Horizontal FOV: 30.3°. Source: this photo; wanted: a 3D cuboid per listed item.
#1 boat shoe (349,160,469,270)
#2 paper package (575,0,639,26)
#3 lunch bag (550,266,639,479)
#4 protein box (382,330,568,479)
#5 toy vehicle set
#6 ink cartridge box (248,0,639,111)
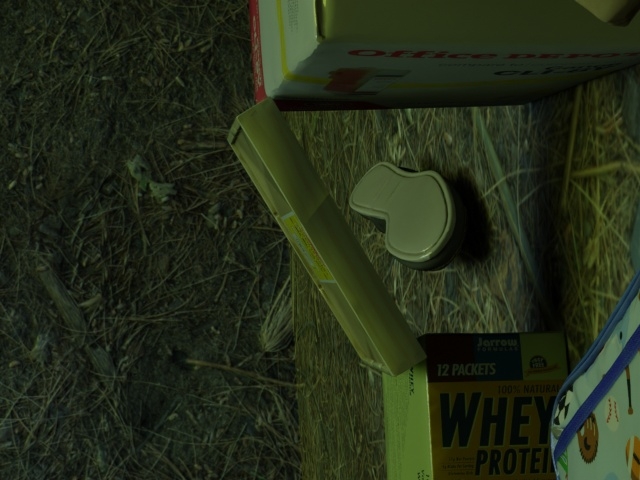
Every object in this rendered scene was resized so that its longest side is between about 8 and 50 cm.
[{"bbox_3d":[0.128,-0.024,1.457,0.112,0.095,0.335,-54,19,4],"label":"boat shoe"},{"bbox_3d":[0.131,-0.324,0.611,0.168,0.309,0.325,-50,-6,-21],"label":"paper package"},{"bbox_3d":[0.228,0.139,0.729,0.303,0.115,0.243,105,164,-57],"label":"lunch bag"},{"bbox_3d":[0.148,0.198,1.147,0.201,0.136,0.199,124,144,-75],"label":"protein box"},{"bbox_3d":[0.000,0.000,1.098,0.266,0.035,0.166,59,173,-3],"label":"toy vehicle set"},{"bbox_3d":[0.097,-0.204,0.959,0.385,0.279,0.160,177,91,-81],"label":"ink cartridge box"}]
